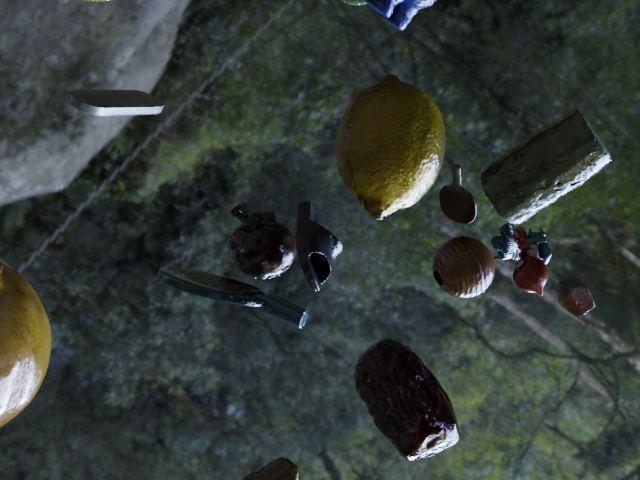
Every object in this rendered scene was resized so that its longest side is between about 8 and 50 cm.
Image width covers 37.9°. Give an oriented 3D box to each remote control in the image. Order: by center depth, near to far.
[{"bbox_3d":[-0.392,-0.267,1.806,0.245,0.077,0.022,-16,134,-62],"label":"remote control"}]

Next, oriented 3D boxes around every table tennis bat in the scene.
[{"bbox_3d":[-0.181,0.109,1.912,0.215,0.328,0.044,3,103,-72],"label":"table tennis bat"},{"bbox_3d":[0.289,-0.097,1.963,0.013,0.087,0.157,-49,145,-34],"label":"table tennis bat"}]

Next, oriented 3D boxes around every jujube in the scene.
[{"bbox_3d":[0.250,0.478,2.761,0.258,0.377,0.258,-40,169,-10],"label":"jujube"}]

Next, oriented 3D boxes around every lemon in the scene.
[{"bbox_3d":[0.117,-0.159,1.578,0.188,0.188,0.257,164,-67,-67],"label":"lemon"}]

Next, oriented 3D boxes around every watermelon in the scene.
[{"bbox_3d":[0.588,0.121,2.118,0.072,0.084,0.092,-13,-140,47],"label":"watermelon"}]

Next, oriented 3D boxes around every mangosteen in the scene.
[{"bbox_3d":[-0.141,0.007,2.341,0.172,0.172,0.184,-26,-121,61],"label":"mangosteen"}]

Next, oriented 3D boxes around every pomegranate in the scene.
[{"bbox_3d":[-0.722,0.187,1.789,0.417,0.416,0.417,-50,-164,20],"label":"pomegranate"}]

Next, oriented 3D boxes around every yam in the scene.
[{"bbox_3d":[0.344,-0.114,1.401,0.194,0.107,0.107,-36,-156,35],"label":"yam"}]

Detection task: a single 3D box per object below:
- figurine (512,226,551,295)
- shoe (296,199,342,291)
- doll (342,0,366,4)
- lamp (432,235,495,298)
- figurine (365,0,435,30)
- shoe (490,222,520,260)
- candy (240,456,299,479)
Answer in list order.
[{"bbox_3d":[0.417,0.044,1.840,0.068,0.075,0.140,89,4,-61],"label":"figurine"},{"bbox_3d":[0.000,0.000,2.147,0.093,0.108,0.241,-14,-133,10],"label":"shoe"},{"bbox_3d":[0.067,-0.626,1.835,0.268,0.284,0.216,-33,-172,46],"label":"doll"},{"bbox_3d":[0.303,0.057,1.976,0.136,0.136,0.136,-50,-164,20],"label":"lamp"},{"bbox_3d":[0.184,-0.505,1.680,0.164,0.120,0.262,-7,126,-58],"label":"figurine"},{"bbox_3d":[0.465,0.004,2.350,0.071,0.143,0.064,-10,-120,9],"label":"shoe"},{"bbox_3d":[-0.026,0.472,1.498,0.143,0.271,0.101,-41,180,15],"label":"candy"}]
